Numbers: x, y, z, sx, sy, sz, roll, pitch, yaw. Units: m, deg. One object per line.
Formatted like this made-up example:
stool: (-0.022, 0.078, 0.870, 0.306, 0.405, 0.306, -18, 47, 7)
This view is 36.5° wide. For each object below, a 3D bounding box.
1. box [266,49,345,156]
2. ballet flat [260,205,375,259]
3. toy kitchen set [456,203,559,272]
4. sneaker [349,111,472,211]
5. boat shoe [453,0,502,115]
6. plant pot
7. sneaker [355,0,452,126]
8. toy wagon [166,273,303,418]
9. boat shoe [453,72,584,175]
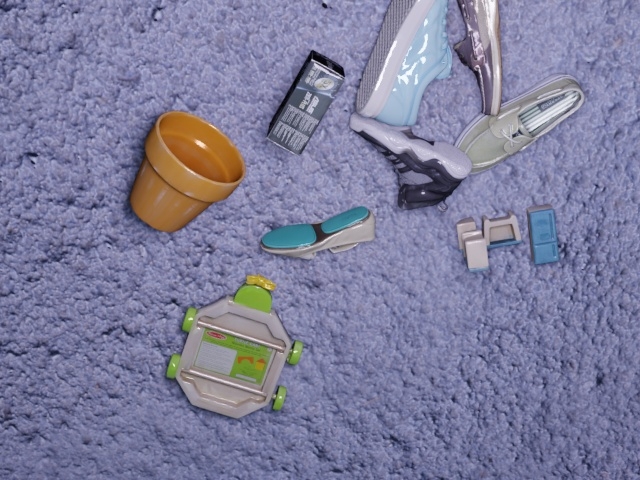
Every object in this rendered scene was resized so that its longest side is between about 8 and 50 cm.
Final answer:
box: (-0.028, -0.274, 1.920, 0.078, 0.147, 0.180, 29, 105, -9)
ballet flat: (0.000, 0.000, 2.053, 0.249, 0.086, 0.086, -14, 108, 3)
toy kitchen set: (0.398, 0.020, 2.010, 0.207, 0.166, 0.122, -10, 108, 3)
sneaker: (0.164, -0.154, 1.985, 0.269, 0.101, 0.153, 27, 124, 8)
boat shoe: (0.309, -0.386, 1.914, 0.092, 0.103, 0.285, -5, 104, 8)
plant pot: (-0.286, -0.124, 1.955, 0.205, 0.205, 0.188, 35, 120, -11)
sneaker: (0.202, -0.394, 1.902, 0.150, 0.135, 0.365, 19, 108, -22)
toy wagon: (-0.176, 0.225, 2.128, 0.267, 0.068, 0.344, 18, 107, -7)
boat shoe: (0.394, -0.235, 1.963, 0.302, 0.094, 0.109, -37, 105, 12)
